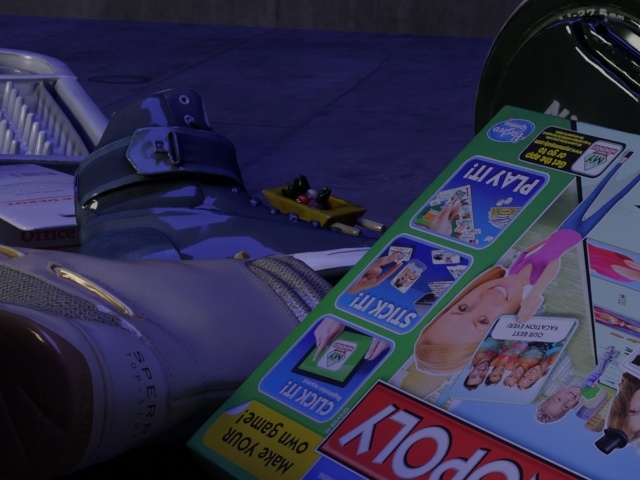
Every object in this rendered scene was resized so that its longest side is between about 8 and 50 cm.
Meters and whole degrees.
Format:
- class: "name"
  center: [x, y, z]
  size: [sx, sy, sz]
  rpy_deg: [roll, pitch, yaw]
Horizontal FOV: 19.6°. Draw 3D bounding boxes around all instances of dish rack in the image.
- class: "dish rack"
  center: [-0.314, -0.083, 1.429]
  size: [0.285, 0.072, 0.333]
  rpy_deg: [2, 18, -20]

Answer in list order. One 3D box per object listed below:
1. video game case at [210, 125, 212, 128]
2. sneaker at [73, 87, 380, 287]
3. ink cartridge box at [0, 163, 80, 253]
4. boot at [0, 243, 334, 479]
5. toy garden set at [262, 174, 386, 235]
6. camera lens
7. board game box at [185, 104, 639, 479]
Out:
- class: "video game case"
  center: [-0.242, -0.082, 1.642]
  size: [0.274, 0.026, 0.196]
  rpy_deg: [1, 12, 2]
- class: "sneaker"
  center: [-0.029, -0.013, 1.043]
  size: [0.226, 0.086, 0.163]
  rpy_deg: [0, 47, -10]
- class: "ink cartridge box"
  center: [-0.183, 0.000, 1.159]
  size: [0.115, 0.067, 0.198]
  rpy_deg: [-7, 13, -36]
- class: "boot"
  center: [-0.118, 0.041, 0.892]
  size: [0.203, 0.095, 0.262]
  rpy_deg: [-4, 12, -42]
- class: "toy garden set"
  center: [0.000, 0.000, 1.228]
  size: [0.244, 0.049, 0.203]
  rpy_deg: [12, 16, 41]
- class: "camera lens"
  center: [0.255, -0.080, 1.234]
  size: [0.274, 0.219, 0.219]
  rpy_deg: [-10, 17, -44]
- class: "board game box"
  center: [0.104, 0.058, 0.686]
  size: [0.213, 0.046, 0.317]
  rpy_deg: [-46, 30, -15]
